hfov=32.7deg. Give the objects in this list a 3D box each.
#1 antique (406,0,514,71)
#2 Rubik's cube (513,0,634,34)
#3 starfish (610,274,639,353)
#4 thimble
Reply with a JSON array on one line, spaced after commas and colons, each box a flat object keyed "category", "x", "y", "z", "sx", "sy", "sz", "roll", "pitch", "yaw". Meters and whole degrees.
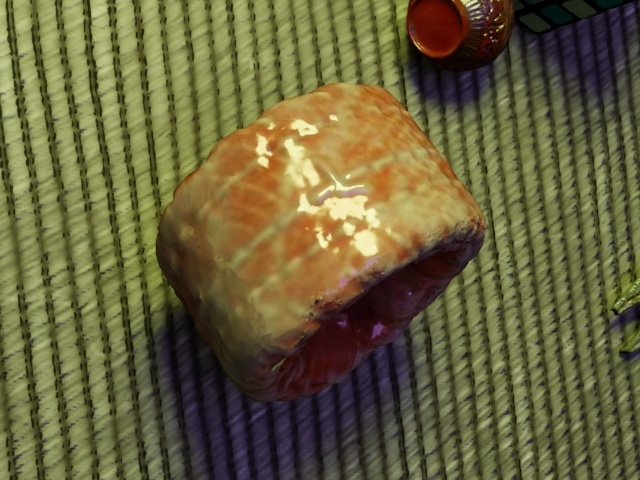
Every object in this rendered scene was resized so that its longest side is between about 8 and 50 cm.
[{"category": "antique", "x": 0.126, "y": -0.202, "z": 0.984, "sx": 0.104, "sy": 0.104, "sz": 0.104, "roll": 1, "pitch": 87, "yaw": -22}, {"category": "Rubik's cube", "x": 0.215, "y": -0.321, "z": 0.979, "sx": 0.184, "sy": 0.187, "sz": 0.182, "roll": 31, "pitch": 76, "yaw": -20}, {"category": "starfish", "x": 0.379, "y": 0.033, "z": 1.100, "sx": 0.223, "sy": 0.050, "sz": 0.217, "roll": -32, "pitch": 105, "yaw": -9}, {"category": "thimble", "x": 0.000, "y": 0.000, "z": 0.839, "sx": 0.239, "sy": 0.239, "sz": 0.162, "roll": -32, "pitch": 71, "yaw": -20}]
